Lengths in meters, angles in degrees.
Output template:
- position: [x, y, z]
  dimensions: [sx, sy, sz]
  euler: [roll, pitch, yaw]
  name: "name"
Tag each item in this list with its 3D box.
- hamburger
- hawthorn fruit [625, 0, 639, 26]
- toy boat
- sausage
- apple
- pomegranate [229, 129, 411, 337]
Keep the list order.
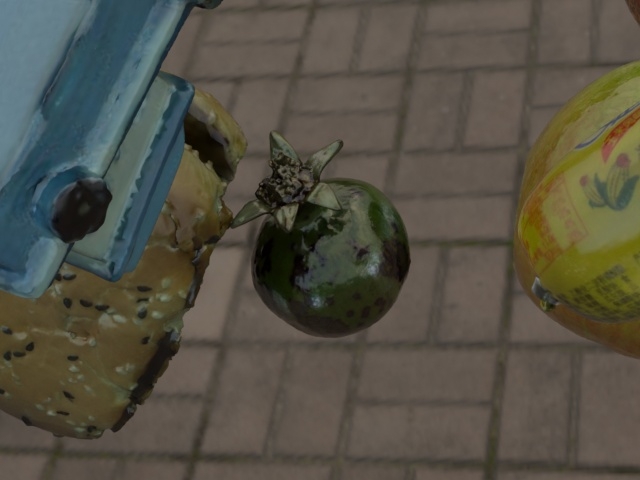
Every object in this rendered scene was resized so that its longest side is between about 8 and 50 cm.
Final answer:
- position: [-0.223, -0.009, 1.212]
  dimensions: [0.277, 0.318, 0.195]
  euler: [26, 37, -4]
  name: "hamburger"
- position: [0.382, -0.275, 1.301]
  dimensions: [0.277, 0.277, 0.298]
  euler: [-35, 58, -20]
  name: "hawthorn fruit"
- position: [-0.078, -0.091, 0.577]
  dimensions: [0.109, 0.098, 0.238]
  euler: [18, 83, 37]
  name: "toy boat"
- position: [0.262, -0.057, 0.913]
  dimensions: [0.347, 0.123, 0.123]
  euler: [-36, 37, 28]
  name: "sausage"
- position: [0.380, -0.037, 1.591]
  dimensions: [0.340, 0.339, 0.339]
  euler: [-7, 45, 7]
  name: "apple"
- position: [0.006, 0.004, 1.237]
  dimensions: [0.148, 0.169, 0.148]
  euler: [-6, 62, 11]
  name: "pomegranate"
